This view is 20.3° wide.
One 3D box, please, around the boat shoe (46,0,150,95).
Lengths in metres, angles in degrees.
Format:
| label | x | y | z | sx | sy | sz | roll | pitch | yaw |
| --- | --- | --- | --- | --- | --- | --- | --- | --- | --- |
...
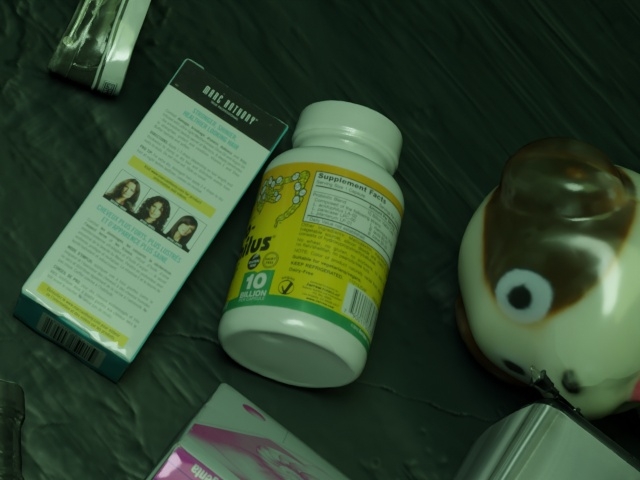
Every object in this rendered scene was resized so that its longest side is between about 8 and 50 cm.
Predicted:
| label | x | y | z | sx | sy | sz | roll | pitch | yaw |
| --- | --- | --- | --- | --- | --- | --- | --- | --- | --- |
| boat shoe | -0.167 | -0.226 | 1.460 | 0.070 | 0.078 | 0.219 | 19 | 66 | -11 |

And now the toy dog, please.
| label | x | y | z | sx | sy | sz | roll | pitch | yaw |
| --- | --- | --- | --- | --- | --- | --- | --- | --- | --- |
| toy dog | 0.311 | 0.020 | 1.406 | 0.408 | 0.284 | 0.395 | -5 | 58 | -19 |

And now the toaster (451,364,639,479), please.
| label | x | y | z | sx | sy | sz | roll | pitch | yaw |
| --- | --- | --- | --- | --- | --- | --- | --- | --- | --- |
| toaster | 0.177 | 0.209 | 1.344 | 0.185 | 0.168 | 0.110 | 38 | 64 | -1 |

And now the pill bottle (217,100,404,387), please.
| label | x | y | z | sx | sy | sz | roll | pitch | yaw |
| --- | --- | --- | --- | --- | --- | --- | --- | --- | --- |
| pill bottle | 0.000 | 0.000 | 1.400 | 0.117 | 0.117 | 0.208 | 20 | 65 | -9 |

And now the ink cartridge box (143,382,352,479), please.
| label | x | y | z | sx | sy | sz | roll | pitch | yaw |
| --- | --- | --- | --- | --- | --- | --- | --- | --- | --- |
| ink cartridge box | 0.023 | 0.241 | 1.209 | 0.324 | 0.330 | 0.071 | 38 | 96 | -1 |

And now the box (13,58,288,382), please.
| label | x | y | z | sx | sy | sz | roll | pitch | yaw |
| --- | --- | --- | --- | --- | --- | --- | --- | --- | --- |
| box | -0.131 | -0.018 | 1.397 | 0.100 | 0.060 | 0.244 | 34 | 63 | -2 |

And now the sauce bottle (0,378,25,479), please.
| label | x | y | z | sx | sy | sz | roll | pitch | yaw |
| --- | --- | --- | --- | --- | --- | --- | --- | --- | --- |
| sauce bottle | -0.236 | 0.267 | 1.224 | 0.111 | 0.111 | 0.344 | 0 | 69 | -18 |
